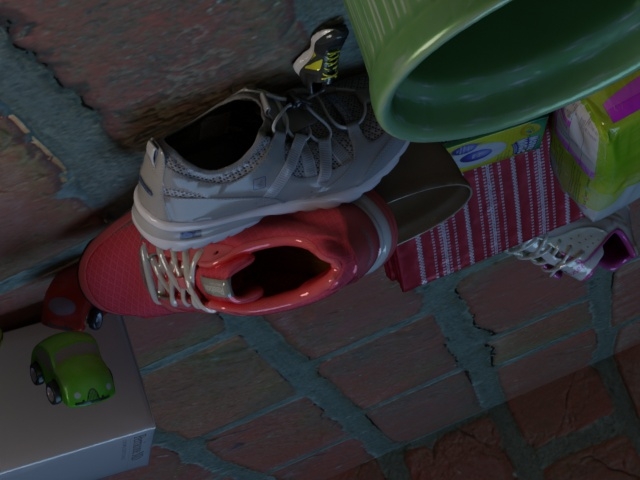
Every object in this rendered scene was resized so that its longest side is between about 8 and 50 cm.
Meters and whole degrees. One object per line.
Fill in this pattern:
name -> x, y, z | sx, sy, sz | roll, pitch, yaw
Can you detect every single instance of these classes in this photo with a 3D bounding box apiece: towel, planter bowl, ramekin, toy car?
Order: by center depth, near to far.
ramekin -> 0.154, -0.208, 1.389 | 0.303, 0.148, 0.303 | -21, 165, -6
toy car -> -0.259, 0.089, 1.789 | 0.239, 0.053, 0.225 | -15, -153, -28
planter bowl -> 0.050, -0.062, 1.812 | 0.162, 0.109, 0.162 | -22, 164, -6
towel -> 0.190, -0.057, 2.069 | 0.275, 0.031, 0.199 | -22, 140, -7

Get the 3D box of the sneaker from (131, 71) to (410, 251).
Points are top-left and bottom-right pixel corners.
sneaker -> -0.030, -0.085, 1.628 | 0.281, 0.105, 0.115 | -27, 146, -25

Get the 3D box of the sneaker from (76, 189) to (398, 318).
sneaker -> -0.094, 0.015, 1.705 | 0.314, 0.116, 0.136 | -10, -163, 21

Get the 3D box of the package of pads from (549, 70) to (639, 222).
package of pads -> 0.340, -0.138, 1.871 | 0.229, 0.101, 0.296 | -29, 163, -3

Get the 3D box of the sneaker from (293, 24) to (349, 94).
sneaker -> 0.007, -0.151, 1.584 | 0.031, 0.035, 0.083 | -16, 163, -27

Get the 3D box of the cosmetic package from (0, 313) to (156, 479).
cosmetic package -> -0.369, 0.201, 1.990 | 0.366, 0.155, 0.197 | -15, 163, -11

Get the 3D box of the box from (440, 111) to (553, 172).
box -> 0.161, -0.107, 1.930 | 0.179, 0.043, 0.105 | -20, 165, -3

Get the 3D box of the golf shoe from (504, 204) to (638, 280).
golf shoe -> 0.264, -0.017, 2.225 | 0.306, 0.140, 0.115 | -9, 161, -39
